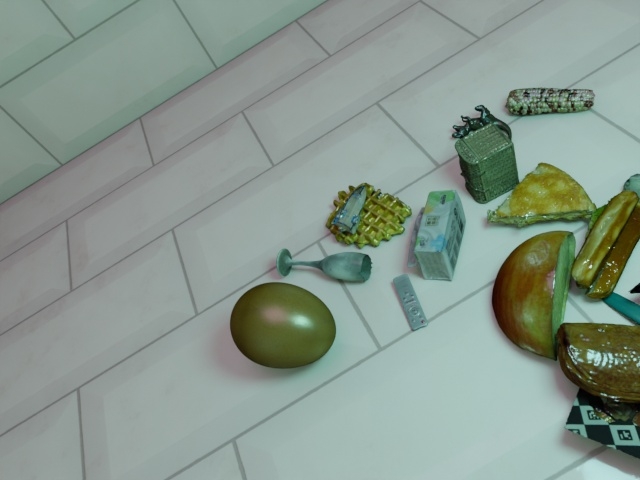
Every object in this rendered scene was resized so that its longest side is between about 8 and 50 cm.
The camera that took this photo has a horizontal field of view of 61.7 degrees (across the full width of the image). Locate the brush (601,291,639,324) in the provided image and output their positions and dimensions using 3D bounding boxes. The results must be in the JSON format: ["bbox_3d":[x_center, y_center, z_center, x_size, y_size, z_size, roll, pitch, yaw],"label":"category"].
[{"bbox_3d":[0.778,0.181,1.323,0.043,0.032,0.193,-42,35,-3],"label":"brush"}]

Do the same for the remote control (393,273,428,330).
[{"bbox_3d":[0.266,0.182,1.586,0.050,0.027,0.184,-25,52,10],"label":"remote control"}]

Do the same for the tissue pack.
[{"bbox_3d":[0.339,-0.017,1.614,0.145,0.159,0.229,1,55,29],"label":"tissue pack"}]

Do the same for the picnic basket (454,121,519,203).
[{"bbox_3d":[0.513,-0.235,1.673,0.154,0.196,0.134,-27,47,6],"label":"picnic basket"}]

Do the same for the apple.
[{"bbox_3d":[0.559,0.125,1.389,0.179,0.254,0.346,21,65,3],"label":"apple"}]

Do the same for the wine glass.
[{"bbox_3d":[0.000,0.000,1.723,0.310,0.264,0.096,2,19,28],"label":"wine glass"}]

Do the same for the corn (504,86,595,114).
[{"bbox_3d":[0.770,-0.470,1.810,0.281,0.092,0.092,6,57,25],"label":"corn"}]

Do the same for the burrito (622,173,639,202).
[{"bbox_3d":[0.930,-0.076,1.421,0.096,0.066,0.309,-31,46,9],"label":"burrito"}]

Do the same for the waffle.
[{"bbox_3d":[0.158,-0.098,1.837,0.309,0.065,0.283,-10,51,19],"label":"waffle"}]

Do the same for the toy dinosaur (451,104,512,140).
[{"bbox_3d":[0.569,-0.377,1.883,0.187,0.087,0.179,-23,82,30],"label":"toy dinosaur"}]

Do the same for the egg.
[{"bbox_3d":[-0.110,0.249,1.569,0.322,0.250,0.250,7,58,25],"label":"egg"}]

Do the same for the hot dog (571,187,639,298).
[{"bbox_3d":[0.760,0.001,1.412,0.337,0.135,0.100,-53,18,-19],"label":"hot dog"}]

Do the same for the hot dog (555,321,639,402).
[{"bbox_3d":[0.682,0.264,1.217,0.272,0.122,0.196,2,37,7],"label":"hot dog"}]

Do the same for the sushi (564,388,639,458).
[{"bbox_3d":[0.718,0.390,1.170,0.290,0.050,0.264,13,42,36],"label":"sushi"}]

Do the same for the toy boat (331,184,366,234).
[{"bbox_3d":[0.111,-0.111,1.795,0.084,0.066,0.210,25,58,5],"label":"toy boat"}]

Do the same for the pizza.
[{"bbox_3d":[0.630,-0.114,1.603,0.288,0.075,0.280,-21,42,8],"label":"pizza"}]

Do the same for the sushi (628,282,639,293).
[{"bbox_3d":[0.859,0.122,1.250,0.172,0.153,0.150,-22,62,-20],"label":"sushi"}]
